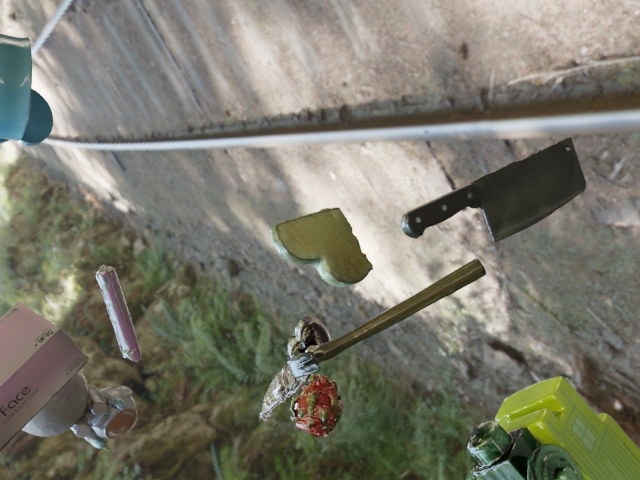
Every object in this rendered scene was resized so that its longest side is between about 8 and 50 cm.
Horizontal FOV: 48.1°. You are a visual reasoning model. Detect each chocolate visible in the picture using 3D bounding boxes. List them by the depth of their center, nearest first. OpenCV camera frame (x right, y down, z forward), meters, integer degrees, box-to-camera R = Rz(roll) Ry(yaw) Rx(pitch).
[{"bbox_3d":[-0.027,0.294,1.959,0.125,0.148,0.080,30,-177,1],"label":"chocolate"}]

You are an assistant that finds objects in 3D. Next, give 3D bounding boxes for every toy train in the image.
[{"bbox_3d":[0.410,0.414,1.093,0.442,0.272,0.179,49,134,-1],"label":"toy train"}]

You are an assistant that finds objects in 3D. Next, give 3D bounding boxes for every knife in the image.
[{"bbox_3d":[0.187,-0.039,0.737,0.019,0.245,0.072,-10,101,64],"label":"knife"}]

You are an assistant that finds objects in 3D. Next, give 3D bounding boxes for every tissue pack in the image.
[{"bbox_3d":[-0.510,0.228,1.119,0.149,0.246,0.092,17,146,39],"label":"tissue pack"}]

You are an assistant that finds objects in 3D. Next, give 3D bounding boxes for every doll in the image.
[{"bbox_3d":[-0.464,0.319,1.389,0.151,0.151,0.287,42,-179,35],"label":"doll"}]

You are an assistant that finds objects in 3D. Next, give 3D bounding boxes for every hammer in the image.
[{"bbox_3d":[0.129,0.155,1.432,0.044,0.440,0.168,61,179,4],"label":"hammer"}]

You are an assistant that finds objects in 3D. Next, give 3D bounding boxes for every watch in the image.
[{"bbox_3d":[-0.527,-0.251,1.151,0.211,0.211,0.193,56,144,-4],"label":"watch"}]

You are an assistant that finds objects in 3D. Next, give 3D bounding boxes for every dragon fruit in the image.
[{"bbox_3d":[-0.011,0.497,2.170,0.160,0.172,0.167,37,161,-36],"label":"dragon fruit"}]

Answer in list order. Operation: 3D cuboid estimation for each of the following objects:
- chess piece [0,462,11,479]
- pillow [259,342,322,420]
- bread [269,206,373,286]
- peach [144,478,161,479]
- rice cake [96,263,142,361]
[{"bbox_3d":[-0.503,0.463,1.146,0.261,0.143,0.143,53,164,-20],"label":"chess piece"},{"bbox_3d":[-0.086,0.366,1.865,0.049,0.135,0.248,33,126,-10],"label":"pillow"},{"bbox_3d":[0.000,0.000,1.453,0.232,0.172,0.064,26,145,-21],"label":"bread"},{"bbox_3d":[-0.344,0.593,1.474,0.279,0.068,0.189,57,-153,-26],"label":"peach"},{"bbox_3d":[-0.515,0.191,1.840,0.055,0.049,0.269,-47,-56,-70],"label":"rice cake"}]
